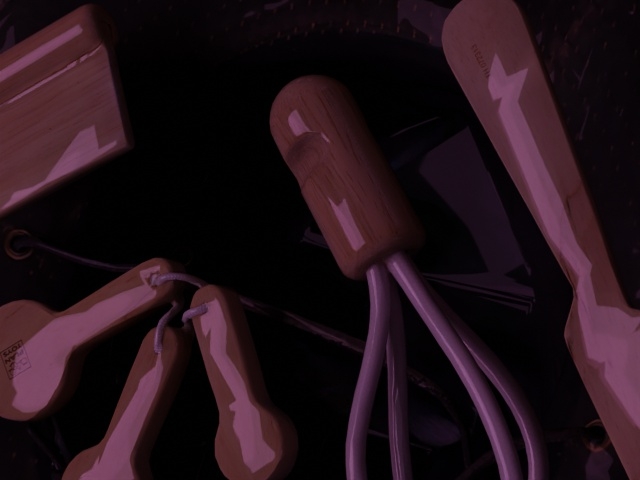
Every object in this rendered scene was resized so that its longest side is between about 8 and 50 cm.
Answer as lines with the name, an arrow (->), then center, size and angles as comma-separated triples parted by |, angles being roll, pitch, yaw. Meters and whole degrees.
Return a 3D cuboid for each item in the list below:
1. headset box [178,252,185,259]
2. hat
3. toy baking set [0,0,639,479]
headset box -> -0.063, -0.151, 0.765 | 0.246, 0.131, 0.283 | 43, 123, 47
hat -> 0.014, 0.038, 0.621 | 0.331, 0.134, 0.331 | -6, 76, 23
toy baking set -> -0.001, -0.007, 0.550 | 0.256, 0.030, 0.197 | 1, 85, 30
